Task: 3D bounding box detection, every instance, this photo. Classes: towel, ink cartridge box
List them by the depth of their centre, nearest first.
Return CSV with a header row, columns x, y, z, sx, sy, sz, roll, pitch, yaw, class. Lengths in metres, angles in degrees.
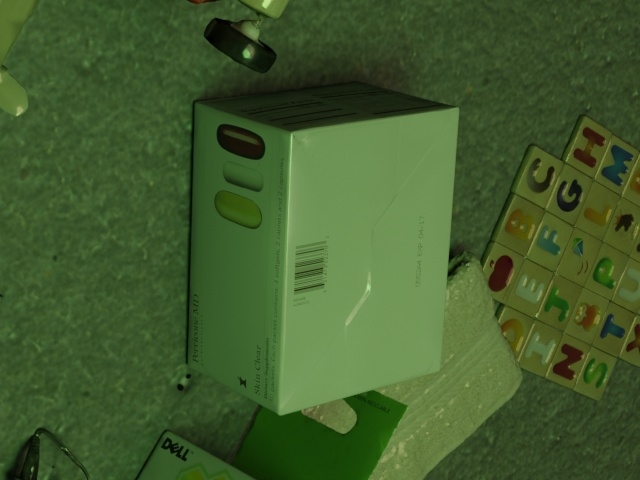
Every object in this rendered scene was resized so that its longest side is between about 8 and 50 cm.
x,y,z,sx,sy,sz,roll,pitch,yaw,class
-0.064,0.221,1.520,0.097,0.189,0.255,36,79,-40,ink cartridge box
0.090,0.158,1.715,0.282,0.049,0.187,-39,127,-21,towel

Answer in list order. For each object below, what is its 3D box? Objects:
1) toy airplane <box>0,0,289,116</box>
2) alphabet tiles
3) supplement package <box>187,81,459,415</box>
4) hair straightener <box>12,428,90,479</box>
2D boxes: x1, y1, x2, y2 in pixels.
x,y,z,sx,sy,sz,roll,pitch,yaw,class
-0.177,-0.276,1.195,0.386,0.272,0.384,-38,150,-32,toy airplane
0.311,0.027,1.888,0.343,0.011,0.285,25,89,-42,alphabet tiles
0.000,0.000,1.525,0.204,0.145,0.261,-11,111,-38,supplement package
-0.256,0.282,1.482,0.089,0.047,0.230,5,97,-41,hair straightener
